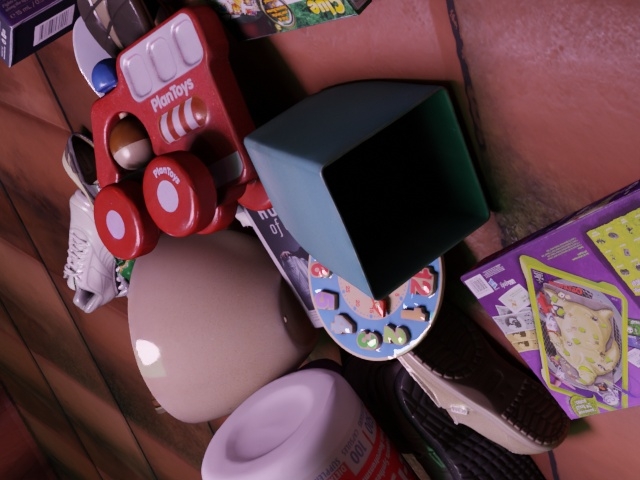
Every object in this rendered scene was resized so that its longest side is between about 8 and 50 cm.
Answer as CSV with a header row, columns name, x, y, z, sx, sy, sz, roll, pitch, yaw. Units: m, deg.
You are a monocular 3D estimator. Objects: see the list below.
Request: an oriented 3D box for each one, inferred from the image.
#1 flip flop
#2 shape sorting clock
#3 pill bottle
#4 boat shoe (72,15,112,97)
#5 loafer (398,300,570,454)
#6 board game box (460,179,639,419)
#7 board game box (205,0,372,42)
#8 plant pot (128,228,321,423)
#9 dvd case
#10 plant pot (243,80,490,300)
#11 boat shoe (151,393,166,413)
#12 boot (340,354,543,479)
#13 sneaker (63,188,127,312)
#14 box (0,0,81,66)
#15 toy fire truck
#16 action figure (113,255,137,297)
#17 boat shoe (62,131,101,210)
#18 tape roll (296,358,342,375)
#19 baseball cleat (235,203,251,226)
name,x,y,z,sx,sy,sz,roll,pitch,yaw
flip flop,-0.212,-0.261,1.504,0.112,0.080,0.277,-1,140,43
shape sorting clock,0.061,0.039,1.375,0.206,0.040,0.206,1,92,38
pill bottle,0.043,0.387,1.554,0.408,0.229,0.229,54,155,-21
boat shoe,-0.281,-0.225,1.666,0.228,0.080,0.076,57,178,-21
loafer,0.174,0.171,1.407,0.268,0.102,0.092,41,147,18
board game box,0.292,0.067,1.149,0.208,0.056,0.347,56,154,0
board game box,-0.061,-0.285,1.247,0.136,0.030,0.259,54,156,-23
plant pot,-0.111,0.105,1.640,0.191,0.284,0.284,-12,119,26
dvd case,0.000,0.000,1.500,0.179,0.029,0.239,-15,113,46
plant pot,0.030,-0.075,1.266,0.234,0.165,0.165,26,145,55
boat shoe,-0.256,0.242,2.196,0.104,0.110,0.307,55,144,1
boot,0.173,0.290,1.584,0.338,0.118,0.222,61,160,-6
sneaker,-0.425,0.027,2.162,0.110,0.118,0.292,37,149,30
box,-0.434,-0.374,1.617,0.207,0.153,0.108,47,153,6
toy fire truck,-0.187,-0.128,1.443,0.302,0.169,0.254,-20,90,48
action figure,-0.301,0.090,2.069,0.232,0.137,0.063,47,-162,24
boat shoe,-0.357,-0.091,1.943,0.223,0.080,0.073,48,159,17
tape roll,-0.004,0.276,1.726,0.080,0.189,0.189,31,148,35
baseball cleat,-0.135,-0.086,1.626,0.206,0.072,0.109,19,128,39
